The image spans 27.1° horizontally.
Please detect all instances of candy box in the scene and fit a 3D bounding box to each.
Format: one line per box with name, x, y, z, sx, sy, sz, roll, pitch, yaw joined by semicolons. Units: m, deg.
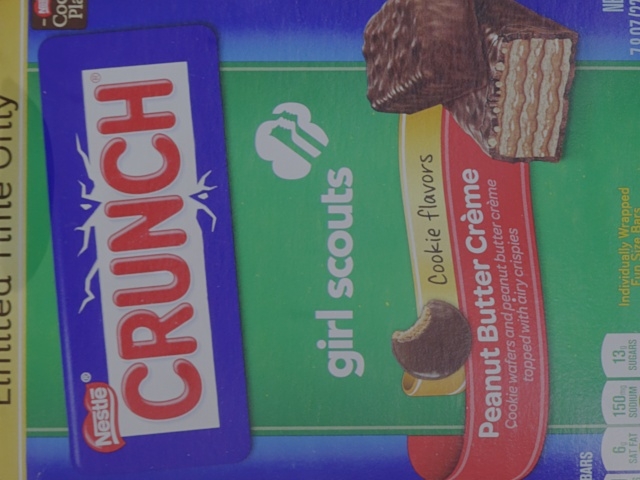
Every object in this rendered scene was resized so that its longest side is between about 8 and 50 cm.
candy box;0.000;0.000;0.653;0.317;0.268;0.122;-1;-1;1
